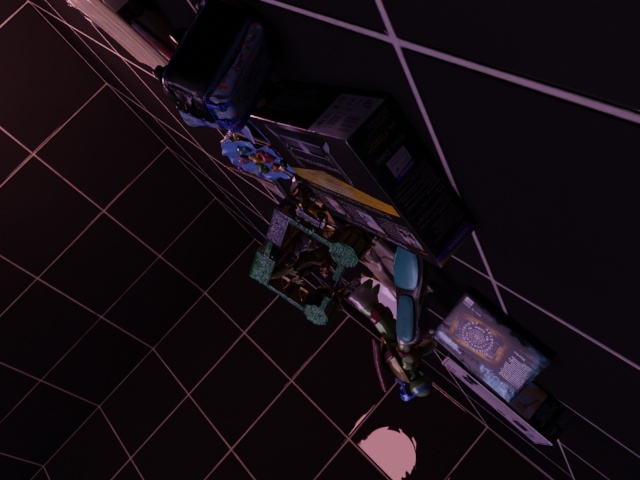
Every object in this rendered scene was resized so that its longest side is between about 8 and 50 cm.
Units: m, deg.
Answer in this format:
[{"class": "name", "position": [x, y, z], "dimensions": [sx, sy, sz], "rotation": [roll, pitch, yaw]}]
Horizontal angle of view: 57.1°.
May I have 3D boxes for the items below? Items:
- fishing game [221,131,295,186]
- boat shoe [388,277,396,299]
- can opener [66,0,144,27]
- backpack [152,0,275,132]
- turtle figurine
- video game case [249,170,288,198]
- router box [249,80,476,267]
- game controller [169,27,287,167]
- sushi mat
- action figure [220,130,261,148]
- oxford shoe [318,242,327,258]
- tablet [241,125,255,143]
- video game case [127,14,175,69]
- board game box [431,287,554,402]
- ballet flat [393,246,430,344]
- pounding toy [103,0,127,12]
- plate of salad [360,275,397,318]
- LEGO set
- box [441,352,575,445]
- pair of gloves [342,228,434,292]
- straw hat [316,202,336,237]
[{"class": "fishing game", "position": [-0.142, -0.174, 1.347], "dimensions": [0.189, 0.041, 0.264], "rotation": [20, 166, -10]}, {"class": "boat shoe", "position": [0.222, 0.148, 1.497], "dimensions": [0.137, 0.049, 0.043], "rotation": [46, 171, 10]}, {"class": "can opener", "position": [-0.455, -0.495, 1.262], "dimensions": [0.283, 0.076, 0.095], "rotation": [34, 171, 38]}, {"class": "backpack", "position": [-0.137, -0.228, 0.836], "dimensions": [0.116, 0.158, 0.173], "rotation": [24, 167, 9]}, {"class": "turtle figurine", "position": [0.205, 0.187, 1.303], "dimensions": [0.197, 0.275, 0.266], "rotation": [-15, -122, -48]}, {"class": "video game case", "position": [-0.172, -0.193, 1.687], "dimensions": [0.157, 0.019, 0.143], "rotation": [36, 170, 35]}, {"class": "router box", "position": [0.048, -0.107, 0.855], "dimensions": [0.243, 0.081, 0.309], "rotation": [48, 170, -33]}, {"class": "game controller", "position": [-0.136, -0.239, 1.024], "dimensions": [0.319, 0.067, 0.166], "rotation": [44, -170, -16]}, {"class": "sushi mat", "position": [-0.403, -0.415, 1.109], "dimensions": [0.151, 0.019, 0.316], "rotation": [29, 176, 32]}, {"class": "action figure", "position": [-0.189, -0.233, 1.415], "dimensions": [0.137, 0.063, 0.232], "rotation": [40, 171, -4]}, {"class": "oxford shoe", "position": [-0.061, -0.033, 1.850], "dimensions": [0.227, 0.083, 0.096], "rotation": [37, 152, 27]}, {"class": "tablet", "position": [-0.141, -0.205, 1.064], "dimensions": [0.054, 0.006, 0.083], "rotation": [43, 175, 6]}, {"class": "video game case", "position": [-0.385, -0.437, 1.406], "dimensions": [0.285, 0.025, 0.204], "rotation": [40, 172, 14]}, {"class": "board game box", "position": [0.310, 0.192, 1.076], "dimensions": [0.186, 0.126, 0.026], "rotation": [41, -146, 16]}, {"class": "ballet flat", "position": [0.181, 0.095, 1.138], "dimensions": [0.072, 0.068, 0.213], "rotation": [13, 109, 46]}, {"class": "pounding toy", "position": [-0.370, -0.471, 0.862], "dimensions": [0.181, 0.094, 0.206], "rotation": [46, -179, 6]}, {"class": "plate of salad", "position": [0.200, 0.168, 1.698], "dimensions": [0.200, 0.048, 0.200], "rotation": [37, 161, 15]}, {"class": "LEGO set", "position": [0.000, 0.000, 1.258], "dimensions": [0.255, 0.192, 0.331], "rotation": [26, 138, 14]}, {"class": "box", "position": [0.429, 0.344, 1.380], "dimensions": [0.290, 0.087, 0.169], "rotation": [40, 172, 15]}, {"class": "pair of gloves", "position": [0.143, 0.041, 1.332], "dimensions": [0.204, 0.042, 0.240], "rotation": [48, 169, -13]}, {"class": "straw hat", "position": [-0.002, -0.034, 1.411], "dimensions": [0.144, 0.061, 0.144], "rotation": [59, 177, 6]}]
